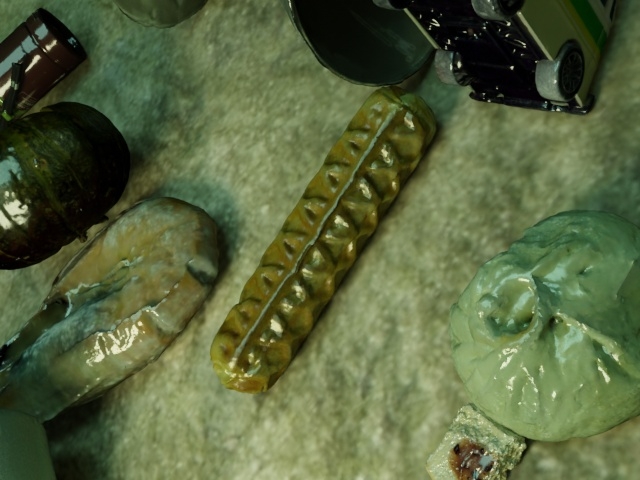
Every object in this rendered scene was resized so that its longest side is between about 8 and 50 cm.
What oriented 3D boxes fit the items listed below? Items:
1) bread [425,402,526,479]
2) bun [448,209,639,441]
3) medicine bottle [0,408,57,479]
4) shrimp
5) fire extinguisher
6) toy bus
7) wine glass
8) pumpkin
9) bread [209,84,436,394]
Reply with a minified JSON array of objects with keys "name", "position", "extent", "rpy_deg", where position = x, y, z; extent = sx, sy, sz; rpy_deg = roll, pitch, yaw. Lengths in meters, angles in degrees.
[{"name":"bread","position":[0.138,0.194,0.999],"extent":[0.070,0.035,0.083],"rpy_deg":[39,96,41]},{"name":"bun","position":[0.200,0.065,0.958],"extent":[0.204,0.126,0.212],"rpy_deg":[3,70,34]},{"name":"medicine bottle","position":[-0.376,0.354,1.149],"extent":[0.245,0.245,0.290],"rpy_deg":[-31,62,20]},{"name":"shrimp","position":[-0.300,0.108,1.308],"extent":[0.446,0.110,0.221],"rpy_deg":[-38,46,10]},{"name":"fire extinguisher","position":[-0.486,-0.178,1.550],"extent":[0.341,0.141,0.105],"rpy_deg":[-40,93,9]},{"name":"toy bus","position":[0.163,-0.260,1.020],"extent":[0.143,0.305,0.179],"rpy_deg":[16,76,39]},{"name":"wine glass","position":[-0.070,-0.333,1.260],"extent":[0.406,0.267,0.267],"rpy_deg":[19,81,43]},{"name":"pumpkin","position":[-0.338,-0.060,1.342],"extent":[0.238,0.238,0.159],"rpy_deg":[-42,96,5]},{"name":"bread","position":[0.001,0.000,1.158],"extent":[0.367,0.084,0.077],"rpy_deg":[-57,10,1]}]
